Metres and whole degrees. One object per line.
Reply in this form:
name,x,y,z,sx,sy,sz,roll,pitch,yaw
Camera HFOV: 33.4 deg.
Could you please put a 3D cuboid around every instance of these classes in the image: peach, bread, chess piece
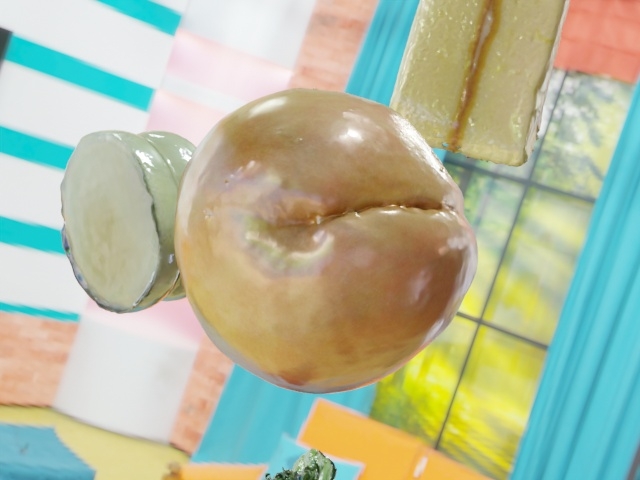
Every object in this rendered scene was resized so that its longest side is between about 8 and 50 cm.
peach,0.000,0.000,0.613,0.184,0.184,0.184,19,2,-1
bread,0.178,-0.233,1.161,0.168,0.264,0.163,14,26,11
chess piece,-0.064,-0.026,0.828,0.243,0.133,0.133,-9,21,-42

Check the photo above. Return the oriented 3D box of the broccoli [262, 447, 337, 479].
broccoli,-0.011,0.321,1.251,0.220,0.194,0.194,19,2,-4
